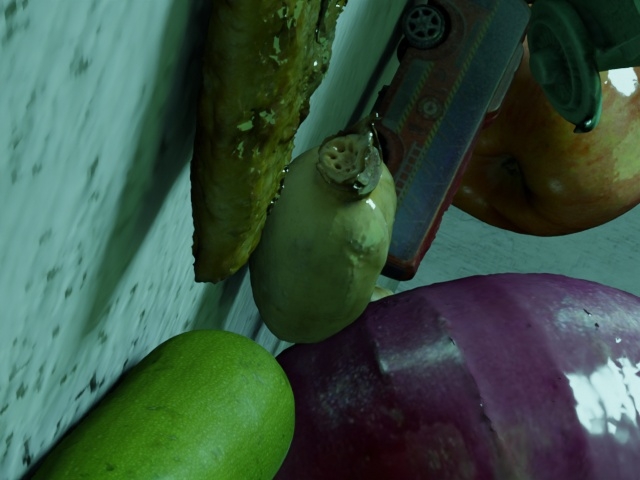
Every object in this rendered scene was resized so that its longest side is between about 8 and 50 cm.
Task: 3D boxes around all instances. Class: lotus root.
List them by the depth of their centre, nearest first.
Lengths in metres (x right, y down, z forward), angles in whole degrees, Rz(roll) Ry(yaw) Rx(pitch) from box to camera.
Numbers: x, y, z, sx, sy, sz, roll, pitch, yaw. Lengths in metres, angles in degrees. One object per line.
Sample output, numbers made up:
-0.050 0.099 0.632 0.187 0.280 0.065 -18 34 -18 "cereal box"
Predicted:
0.000 0.000 0.670 0.150 0.062 0.073 108 1 -53 "lotus root"

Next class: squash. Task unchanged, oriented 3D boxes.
-0.055 0.081 0.487 0.201 0.066 0.066 -51 165 -71 "squash"

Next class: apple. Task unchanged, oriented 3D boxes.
0.167 -0.097 1.122 0.164 0.209 0.209 -55 171 -26 "apple"

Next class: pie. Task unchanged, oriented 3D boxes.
-0.013 -0.062 0.424 0.092 0.034 0.170 -57 165 -46 "pie"

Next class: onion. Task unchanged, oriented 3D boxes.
0.086 0.151 0.901 0.358 0.358 0.345 90 -16 -78 "onion"

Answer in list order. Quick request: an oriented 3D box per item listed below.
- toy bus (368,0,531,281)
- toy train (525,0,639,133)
0.063 -0.071 0.880 0.065 0.077 0.192 91 25 -79 "toy bus"
0.185 -0.197 0.836 0.150 0.237 0.369 -24 180 -10 "toy train"
